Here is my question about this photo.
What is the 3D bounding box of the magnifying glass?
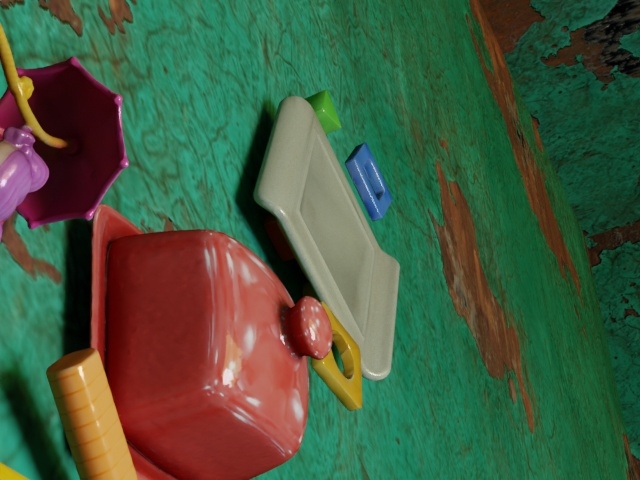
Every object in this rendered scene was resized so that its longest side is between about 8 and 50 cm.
[{"bbox_3d":[-0.086,0.164,0.608,0.092,0.026,0.231,-42,118,-63],"label":"magnifying glass"}]

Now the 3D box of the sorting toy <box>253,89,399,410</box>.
[{"bbox_3d":[0.000,0.000,1.039,0.196,0.047,0.347,59,21,-26],"label":"sorting toy"}]

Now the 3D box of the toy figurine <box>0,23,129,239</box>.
[{"bbox_3d":[-0.150,-0.059,0.560,0.173,0.130,0.159,-65,149,-34],"label":"toy figurine"}]

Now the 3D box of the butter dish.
[{"bbox_3d":[-0.050,0.062,0.701,0.160,0.118,0.159,49,29,-52],"label":"butter dish"}]

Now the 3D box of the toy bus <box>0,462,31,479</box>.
[{"bbox_3d":[-0.118,0.153,0.411,0.332,0.108,0.130,51,24,-51],"label":"toy bus"}]
